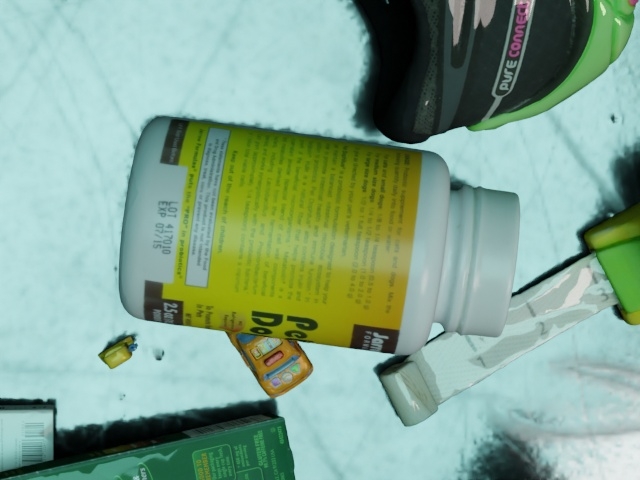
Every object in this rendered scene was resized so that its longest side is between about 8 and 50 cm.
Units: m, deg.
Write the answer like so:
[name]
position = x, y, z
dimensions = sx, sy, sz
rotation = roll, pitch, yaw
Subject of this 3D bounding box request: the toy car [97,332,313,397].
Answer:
[toy car]
position = -0.066, 0.076, 1.080
dimensions = 0.122, 0.040, 0.060
rotation = -16, 96, -5

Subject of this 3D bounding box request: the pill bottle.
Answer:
[pill bottle]
position = 0.000, 0.000, 1.032
dimensions = 0.215, 0.117, 0.117
rotation = 7, 94, 0

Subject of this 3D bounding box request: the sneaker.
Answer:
[sneaker]
position = -0.016, -0.261, 0.986
dimensions = 0.202, 0.185, 0.483
rotation = -35, 96, -6

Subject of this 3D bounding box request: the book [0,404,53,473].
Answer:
[book]
position = -0.229, 0.145, 1.074
dimensions = 0.144, 0.035, 0.096
rotation = 1, 94, -7

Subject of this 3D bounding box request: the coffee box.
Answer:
[coffee box]
position = -0.101, 0.172, 1.069
dimensions = 0.184, 0.040, 0.113
rotation = -13, 96, -16

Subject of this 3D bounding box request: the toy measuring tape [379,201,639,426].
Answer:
[toy measuring tape]
position = 0.191, 0.021, 1.065
dimensions = 0.330, 0.121, 0.121
rotation = -28, 97, -3
